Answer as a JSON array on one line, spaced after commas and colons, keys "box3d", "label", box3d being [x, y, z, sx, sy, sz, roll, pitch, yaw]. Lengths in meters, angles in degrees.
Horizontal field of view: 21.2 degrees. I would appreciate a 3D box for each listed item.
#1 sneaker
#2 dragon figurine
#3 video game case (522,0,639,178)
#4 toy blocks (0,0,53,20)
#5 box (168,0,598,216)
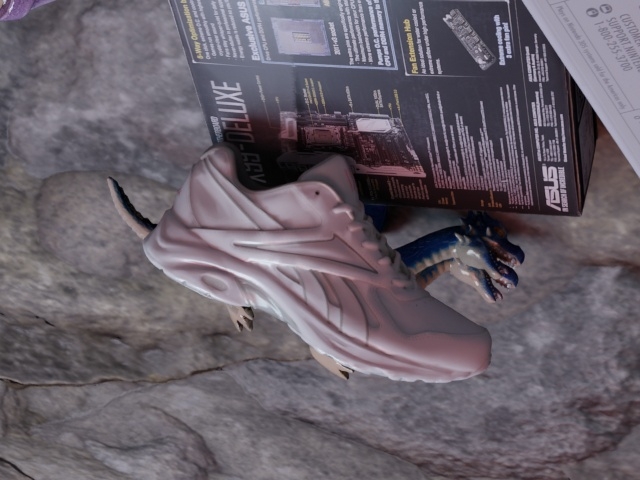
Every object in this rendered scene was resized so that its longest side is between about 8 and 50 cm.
[{"box3d": [0.009, 0.009, 1.070, 0.232, 0.090, 0.115, 24, 97, 4], "label": "sneaker"}, {"box3d": [0.000, 0.000, 1.206, 0.289, 0.144, 0.085, 23, 147, 25], "label": "dragon figurine"}, {"box3d": [0.262, -0.127, 0.871, 0.300, 0.036, 0.329, -12, 132, 35], "label": "video game case"}, {"box3d": [-0.240, -0.222, 0.975, 0.260, 0.308, 0.288, -1, 164, -30], "label": "toy blocks"}, {"box3d": [0.034, -0.147, 1.027, 0.243, 0.076, 0.307, 4, 139, 17], "label": "box"}]
